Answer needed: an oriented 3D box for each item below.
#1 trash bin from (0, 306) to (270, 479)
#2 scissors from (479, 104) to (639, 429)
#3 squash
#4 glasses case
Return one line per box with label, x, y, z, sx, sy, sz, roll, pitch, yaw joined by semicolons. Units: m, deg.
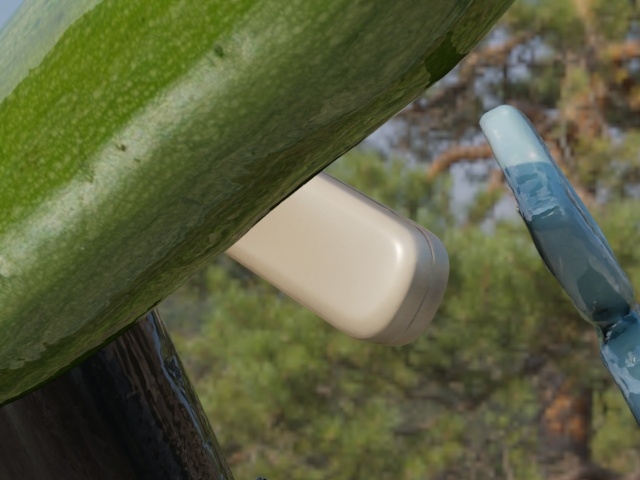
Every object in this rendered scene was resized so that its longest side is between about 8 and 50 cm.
trash bin;-0.178;0.157;1.069;0.252;0.301;0.203;-26;24;-9
scissors;0.133;0.029;0.701;0.029;0.191;0.360;-31;-3;7
squash;-0.046;-0.048;0.463;0.107;0.107;0.395;6;-32;-39
glasses case;0.000;0.000;0.974;0.196;0.083;0.050;33;10;41
